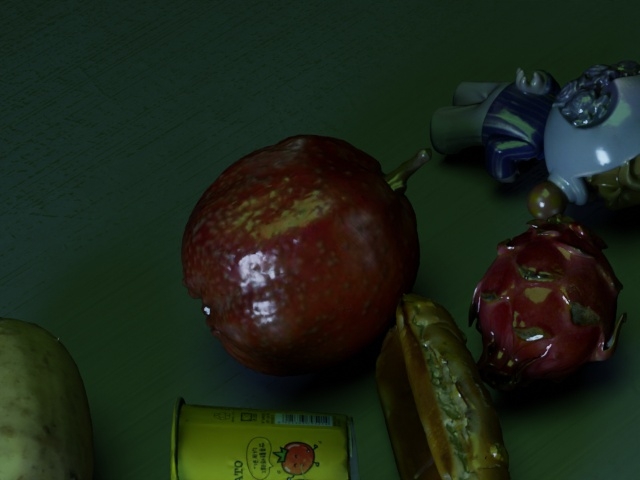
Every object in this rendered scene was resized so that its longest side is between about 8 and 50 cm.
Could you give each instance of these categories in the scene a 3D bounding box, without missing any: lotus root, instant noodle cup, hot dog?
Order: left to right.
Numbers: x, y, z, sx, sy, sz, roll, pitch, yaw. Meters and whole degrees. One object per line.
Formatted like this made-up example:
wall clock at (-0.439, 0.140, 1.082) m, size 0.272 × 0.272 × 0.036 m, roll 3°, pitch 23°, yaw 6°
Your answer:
lotus root at (-0.266, 0.173, 1.613) m, size 0.146 × 0.160 × 0.284 m, roll 12°, pitch 34°, yaw -29°
instant noodle cup at (-0.040, 0.212, 1.504) m, size 0.144 × 0.182 × 0.182 m, roll -3°, pitch 43°, yaw 2°
hot dog at (0.101, 0.149, 1.570) m, size 0.072 × 0.115 × 0.269 m, roll 3°, pitch 43°, yaw -15°

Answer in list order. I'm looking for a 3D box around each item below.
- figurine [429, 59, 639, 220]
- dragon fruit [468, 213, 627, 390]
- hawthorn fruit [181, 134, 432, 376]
figurine at (0.238, -0.115, 1.803) m, size 0.194 × 0.133 × 0.274 m, roll -30°, pitch 34°, yaw -16°
dragon fruit at (0.196, 0.061, 1.626) m, size 0.133 × 0.136 × 0.166 m, roll 31°, pitch 68°, yaw 6°
hawthorn fruit at (0.000, 0.000, 1.687) m, size 0.253 × 0.205 × 0.205 m, roll -31°, pitch 44°, yaw -2°
